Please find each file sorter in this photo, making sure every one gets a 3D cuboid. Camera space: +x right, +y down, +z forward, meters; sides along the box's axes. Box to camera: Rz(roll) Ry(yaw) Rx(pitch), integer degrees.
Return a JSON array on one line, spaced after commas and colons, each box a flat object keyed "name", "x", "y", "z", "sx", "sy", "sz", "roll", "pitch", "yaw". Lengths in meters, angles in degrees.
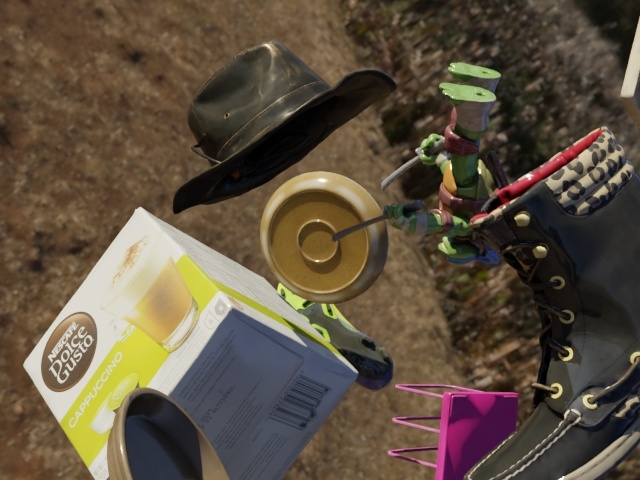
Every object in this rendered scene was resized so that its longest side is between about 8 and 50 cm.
[{"name": "file sorter", "x": 0.253, "y": 0.440, "z": 2.035, "sx": 0.202, "sy": 0.182, "sz": 0.290, "roll": 7, "pitch": 87, "yaw": -39}]

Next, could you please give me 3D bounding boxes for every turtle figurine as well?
[{"name": "turtle figurine", "x": 0.141, "y": -0.102, "z": 1.368, "sx": 0.198, "sy": 0.266, "sz": 0.275, "roll": -19, "pitch": 40, "yaw": -41}]

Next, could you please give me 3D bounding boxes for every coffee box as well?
[{"name": "coffee box", "x": -0.216, "y": 0.211, "z": 1.670, "sx": 0.338, "sy": 0.337, "sz": 0.334, "roll": 33, "pitch": 6, "yaw": -46}]

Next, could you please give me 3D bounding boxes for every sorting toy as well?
[{"name": "sorting toy", "x": 0.664, "y": -0.332, "z": 1.891, "sx": 0.255, "sy": 0.089, "sz": 0.257, "roll": 30, "pitch": 73, "yaw": -56}]

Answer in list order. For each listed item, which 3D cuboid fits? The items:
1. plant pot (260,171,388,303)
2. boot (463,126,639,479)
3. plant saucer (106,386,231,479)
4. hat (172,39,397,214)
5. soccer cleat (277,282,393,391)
[{"name": "plant pot", "x": 0.000, "y": 0.000, "z": 1.744, "sx": 0.236, "sy": 0.236, "sz": 0.032, "roll": 57, "pitch": 22, "yaw": 0}, {"name": "boot", "x": 0.250, "y": 0.085, "z": 1.065, "sx": 0.284, "sy": 0.377, "sz": 0.138, "roll": 55, "pitch": -7, "yaw": -6}, {"name": "plant saucer", "x": -0.169, "y": 0.306, "z": 1.197, "sx": 0.278, "sy": 0.041, "sz": 0.278, "roll": 58, "pitch": 11, "yaw": -18}, {"name": "hat", "x": -0.072, "y": -0.166, "z": 1.277, "sx": 0.134, "sy": 0.331, "sz": 0.331, "roll": 60, "pitch": 21, "yaw": 5}, {"name": "soccer cleat", "x": 0.021, "y": 0.182, "z": 1.915, "sx": 0.289, "sy": 0.093, "sz": 0.121, "roll": 41, "pitch": -24, "yaw": 23}]
